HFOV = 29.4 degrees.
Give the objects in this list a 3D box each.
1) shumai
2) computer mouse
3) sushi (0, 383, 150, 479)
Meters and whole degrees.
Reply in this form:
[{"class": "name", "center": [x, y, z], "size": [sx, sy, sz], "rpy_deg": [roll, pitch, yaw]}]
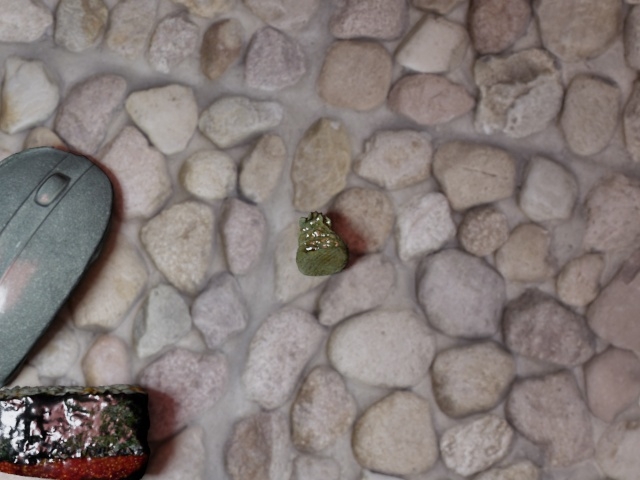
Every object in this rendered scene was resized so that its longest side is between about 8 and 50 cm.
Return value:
[{"class": "shumai", "center": [0.000, 0.000, 1.718], "size": [0.082, 0.083, 0.080], "rpy_deg": [20, 47, -21]}, {"class": "computer mouse", "center": [-0.428, 0.033, 1.701], "size": [0.203, 0.114, 0.374], "rpy_deg": [25, 81, 8]}, {"class": "sushi", "center": [-0.338, 0.254, 1.646], "size": [0.225, 0.136, 0.126], "rpy_deg": [5, 88, -1]}]
